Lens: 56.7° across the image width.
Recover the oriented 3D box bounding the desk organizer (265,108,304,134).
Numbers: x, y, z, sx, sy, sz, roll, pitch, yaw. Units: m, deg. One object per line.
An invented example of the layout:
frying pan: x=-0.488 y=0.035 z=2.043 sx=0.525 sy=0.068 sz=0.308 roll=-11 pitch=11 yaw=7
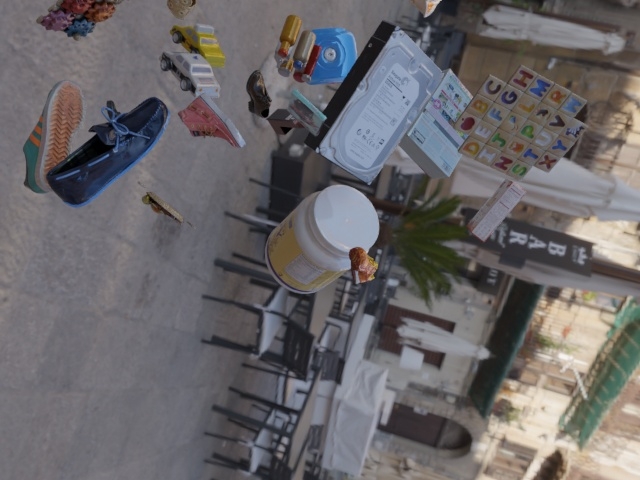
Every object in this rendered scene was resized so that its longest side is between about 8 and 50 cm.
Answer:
desk organizer: x=-0.076 y=-0.295 z=1.486 sx=0.047 sy=0.130 sz=0.050 roll=-46 pitch=124 yaw=-18

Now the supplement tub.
supplement tub: x=0.000 y=0.000 z=1.736 sx=0.331 sy=0.241 sz=0.241 roll=-40 pitch=-156 yaw=55

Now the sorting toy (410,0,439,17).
sorting toy: x=0.209 y=-0.494 z=1.175 sx=0.075 sy=0.083 sz=0.045 roll=-33 pitch=166 yaw=-34

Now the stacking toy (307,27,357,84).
stacking toy: x=0.011 y=-0.572 z=1.937 sx=0.302 sy=0.175 sz=0.166 roll=-154 pitch=-123 yaw=-82

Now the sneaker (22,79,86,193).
sneaker: x=-0.694 y=-0.267 z=1.512 sx=0.108 sy=0.120 sz=0.303 roll=29 pitch=64 yaw=-55

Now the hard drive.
hard drive: x=0.137 y=-0.323 z=1.443 sx=0.236 sy=0.064 sz=0.339 roll=25 pitch=102 yaw=-48

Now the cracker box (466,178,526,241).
cracker box: x=0.639 y=-0.113 z=2.168 sx=0.232 sy=0.067 sz=0.156 roll=-52 pitch=180 yaw=12

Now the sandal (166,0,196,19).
sandal: x=-0.371 y=-0.631 z=1.586 sx=0.240 sy=0.088 sz=0.079 roll=30 pitch=-64 yaw=57

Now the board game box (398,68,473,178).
board game box: x=0.414 y=-0.399 z=2.044 sx=0.303 sy=0.224 sz=0.097 roll=-56 pitch=-155 yaw=-16

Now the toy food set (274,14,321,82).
toy food set: x=-0.068 y=-0.458 z=1.522 sx=0.232 sy=0.111 sz=0.105 roll=133 pitch=-24 yaw=-72

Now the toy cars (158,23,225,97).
toy cars: x=-0.344 y=-0.522 z=1.643 sx=0.394 sy=0.176 sz=0.087 roll=-96 pitch=-150 yaw=-52

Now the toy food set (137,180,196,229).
toy food set: x=-0.412 y=-0.080 z=1.552 sx=0.039 sy=0.192 sz=0.132 roll=-51 pitch=-164 yaw=-6

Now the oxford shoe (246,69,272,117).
oxford shoe: x=-0.221 y=-0.550 z=2.235 sx=0.083 sy=0.096 sz=0.227 roll=-48 pitch=162 yaw=-20

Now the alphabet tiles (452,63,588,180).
alphabet tiles: x=0.550 y=-0.313 z=1.630 sx=0.285 sy=0.342 sz=0.011 roll=-57 pitch=-158 yaw=34

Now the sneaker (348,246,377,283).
sneaker: x=0.109 y=0.055 z=1.485 sx=0.175 sy=0.067 sz=0.064 roll=79 pitch=-6 yaw=-69

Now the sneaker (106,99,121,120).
sneaker: x=-0.577 y=-0.338 z=1.773 sx=0.051 sy=0.089 sz=0.170 roll=-133 pitch=-147 yaw=-73

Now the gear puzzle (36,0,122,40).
gear puzzle: x=-0.577 y=-0.640 z=1.575 sx=0.044 sy=0.338 sz=0.175 roll=64 pitch=21 yaw=6

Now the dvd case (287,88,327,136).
dvd case: x=-0.030 y=-0.264 z=1.235 sx=0.013 sy=0.087 sz=0.119 roll=-48 pitch=-177 yaw=-8

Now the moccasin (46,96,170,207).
moccasin: x=-0.504 y=-0.228 z=1.423 sx=0.342 sy=0.137 sz=0.117 roll=-52 pitch=139 yaw=-15

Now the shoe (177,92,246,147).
shoe: x=-0.234 y=-0.239 z=1.265 sx=0.081 sy=0.178 sz=0.063 roll=-38 pitch=151 yaw=-7
